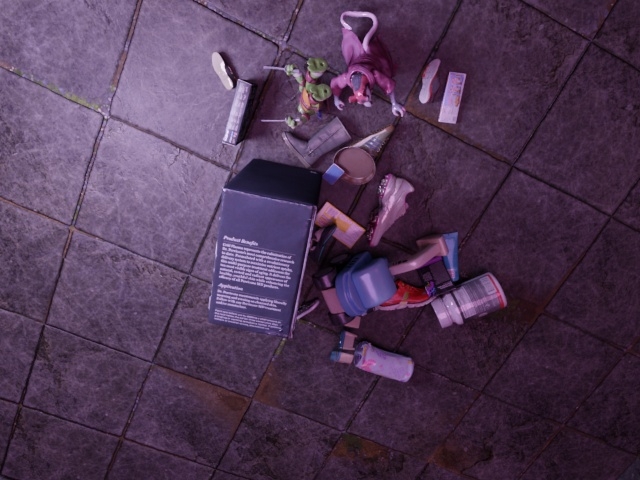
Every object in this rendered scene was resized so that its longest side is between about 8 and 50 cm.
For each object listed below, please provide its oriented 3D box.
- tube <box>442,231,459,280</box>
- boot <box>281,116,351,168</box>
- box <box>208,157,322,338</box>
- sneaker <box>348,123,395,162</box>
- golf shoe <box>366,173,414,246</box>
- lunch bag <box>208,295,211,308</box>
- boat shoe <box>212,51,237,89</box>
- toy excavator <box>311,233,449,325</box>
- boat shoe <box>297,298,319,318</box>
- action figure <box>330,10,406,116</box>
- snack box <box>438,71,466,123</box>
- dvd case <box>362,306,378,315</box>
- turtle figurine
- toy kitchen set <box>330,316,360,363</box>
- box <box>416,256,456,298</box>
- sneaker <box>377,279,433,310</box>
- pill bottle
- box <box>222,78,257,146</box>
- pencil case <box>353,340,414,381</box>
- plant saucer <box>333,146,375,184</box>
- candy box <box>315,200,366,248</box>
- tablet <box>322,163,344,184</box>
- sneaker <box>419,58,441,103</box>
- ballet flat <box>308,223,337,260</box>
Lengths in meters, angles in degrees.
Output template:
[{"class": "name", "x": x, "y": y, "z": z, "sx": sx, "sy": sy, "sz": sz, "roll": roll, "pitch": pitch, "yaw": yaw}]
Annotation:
[{"class": "tube", "x": 0.552, "y": 0.069, "z": 1.780, "sx": 0.080, "sy": 0.052, "sz": 0.207, "roll": -11, "pitch": 105, "yaw": -4}, {"class": "boot", "x": -0.014, "y": -0.394, "z": 1.580, "sx": 0.208, "sy": 0.076, "sz": 0.189, "roll": -35, "pitch": 122, "yaw": 18}, {"class": "box", "x": -0.178, "y": 0.002, "z": 1.496, "sx": 0.298, "sy": 0.480, "sz": 0.471, "roll": 12, "pitch": 111, "yaw": -2}, {"class": "sneaker", "x": 0.207, "y": -0.366, "z": 1.603, "sx": 0.192, "sy": 0.064, "sz": 0.086, "roll": -26, "pitch": 109, "yaw": 14}, {"class": "golf shoe", "x": 0.277, "y": -0.107, "z": 1.675, "sx": 0.140, "sy": 0.115, "sz": 0.306, "roll": 13, "pitch": 110, "yaw": -10}, {"class": "lunch bag", "x": -0.448, "y": 0.283, "z": 1.831, "sx": 0.083, "sy": 0.053, "sz": 0.071, "roll": 13, "pitch": 108, "yaw": 4}, {"class": "boat shoe", "x": -0.346, "y": -0.612, "z": 1.511, "sx": 0.049, "sy": 0.042, "sz": 0.133, "roll": -16, "pitch": 111, "yaw": 31}, {"class": "toy excavator", "x": 0.257, "y": 0.132, "z": 1.673, "sx": 0.445, "sy": 0.433, "sz": 0.222, "roll": -15, "pitch": 103, "yaw": 33}, {"class": "boat shoe", "x": -0.068, "y": 0.298, "z": 1.847, "sx": 0.142, "sy": 0.049, "sz": 0.040, "roll": -37, "pitch": 106, "yaw": 14}, {"class": "action figure", "x": 0.160, "y": -0.560, "z": 1.363, "sx": 0.248, "sy": 0.370, "sz": 0.275, "roll": 4, "pitch": 131, "yaw": 12}, {"class": "snack box", "x": 0.492, "y": -0.533, "z": 1.567, "sx": 0.064, "sy": 0.022, "sz": 0.178, "roll": 6, "pitch": 110, "yaw": -3}, {"class": "dvd case", "x": 0.200, "y": 0.272, "z": 1.862, "sx": 0.087, "sy": 0.013, "sz": 0.119, "roll": -23, "pitch": 108, "yaw": 7}, {"class": "turtle figurine", "x": -0.084, "y": -0.499, "z": 1.427, "sx": 0.275, "sy": 0.266, "sz": 0.197, "roll": 28, "pitch": 76, "yaw": -16}, {"class": "toy kitchen set", "x": 0.085, "y": 0.441, "z": 1.897, "sx": 0.122, "sy": 0.166, "sz": 0.207, "roll": 15, "pitch": 73, "yaw": -7}, {"class": "box", "x": 0.483, "y": 0.152, "z": 1.768, "sx": 0.116, "sy": 0.029, "sz": 0.162, "roll": -22, "pitch": 69, "yaw": 7}, {"class": "sneaker", "x": 0.369, "y": 0.225, "z": 1.804, "sx": 0.279, "sy": 0.107, "sz": 0.118, "roll": -12, "pitch": 102, "yaw": 1}, {"class": "pill bottle", "x": 0.625, "y": 0.261, "z": 1.789, "sx": 0.283, "sy": 0.161, "sz": 0.161, "roll": -24, "pitch": 109, "yaw": 8}, {"class": "box", "x": -0.285, "y": -0.457, "z": 1.497, "sx": 0.051, "sy": 0.175, "sz": 0.220, "roll": 17, "pitch": 110, "yaw": -7}, {"class": "pencil case", "x": 0.287, "y": 0.554, "z": 1.916, "sx": 0.273, "sy": 0.113, "sz": 0.124, "roll": 22, "pitch": 89, "yaw": -9}, {"class": "plant saucer", "x": 0.133, "y": -0.292, "z": 1.611, "sx": 0.169, "sy": 0.029, "sz": 0.168, "roll": 15, "pitch": 137, "yaw": 14}, {"class": "candy box", "x": 0.076, "y": -0.065, "z": 1.727, "sx": 0.206, "sy": 0.027, "sz": 0.105, "roll": 36, "pitch": 110, "yaw": -13}, {"class": "tablet", "x": 0.050, "y": -0.261, "z": 1.649, "sx": 0.054, "sy": 0.006, "sz": 0.083, "roll": 37, "pitch": 130, "yaw": -12}, {"class": "sneaker", "x": 0.414, "y": -0.582, "z": 1.540, "sx": 0.065, "sy": 0.061, "sz": 0.157, "roll": 2, "pitch": 114, "yaw": -31}, {"class": "ballet flat", "x": 0.000, "y": 0.000, "z": 1.715, "sx": 0.074, "sy": 0.074, "sz": 0.203, "roll": 21, "pitch": 126, "yaw": -9}]
